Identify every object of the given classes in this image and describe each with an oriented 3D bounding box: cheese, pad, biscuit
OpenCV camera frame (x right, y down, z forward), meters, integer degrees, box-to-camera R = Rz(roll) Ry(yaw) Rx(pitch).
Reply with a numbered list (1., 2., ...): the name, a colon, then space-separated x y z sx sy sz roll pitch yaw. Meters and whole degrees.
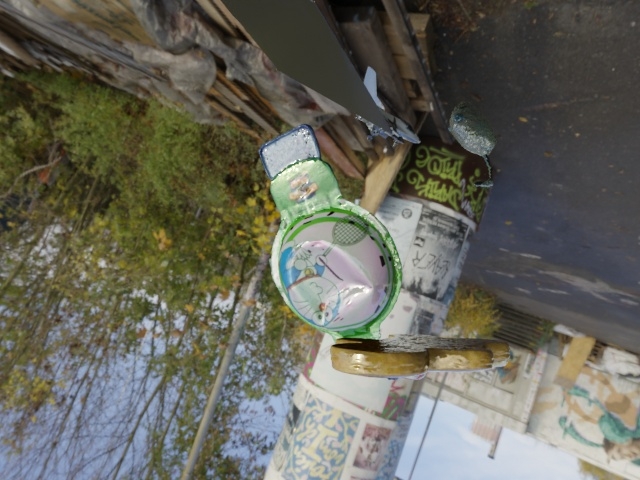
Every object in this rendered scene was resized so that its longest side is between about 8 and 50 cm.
1. cheese: 0.000 0.000 0.588 0.204 0.320 0.083 -20 -177 28
2. pad: -0.050 -0.312 0.657 0.367 0.007 0.248 43 -178 39
3. biscuit: 0.094 0.117 0.413 0.158 0.035 0.240 -8 168 36

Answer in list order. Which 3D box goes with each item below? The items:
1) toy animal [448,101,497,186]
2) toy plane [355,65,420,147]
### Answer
1. toy animal: 0.321 -0.192 0.848 0.079 0.252 0.070 -8 145 9
2. toy plane: 0.116 -0.222 0.777 0.234 0.082 0.160 34 -160 -49
